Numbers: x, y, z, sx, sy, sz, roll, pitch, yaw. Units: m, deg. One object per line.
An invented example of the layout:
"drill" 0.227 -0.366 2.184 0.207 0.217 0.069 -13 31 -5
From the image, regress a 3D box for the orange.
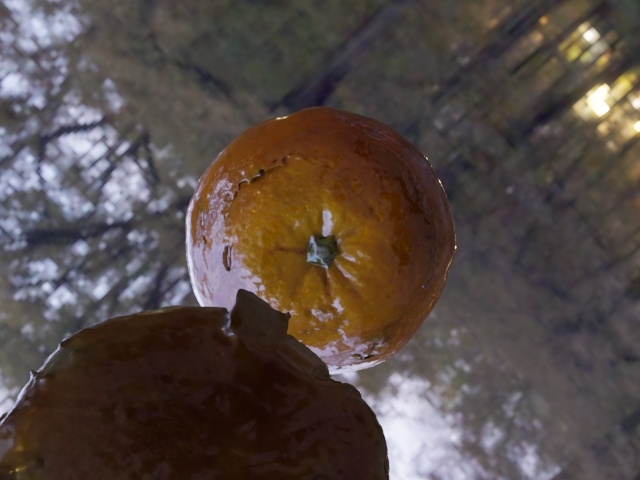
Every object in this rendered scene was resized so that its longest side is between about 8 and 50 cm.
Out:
"orange" 0.000 0.000 1.528 0.284 0.284 0.226 46 -174 -10

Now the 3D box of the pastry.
"pastry" -0.076 0.136 0.767 0.229 0.100 0.218 -1 -121 -20
